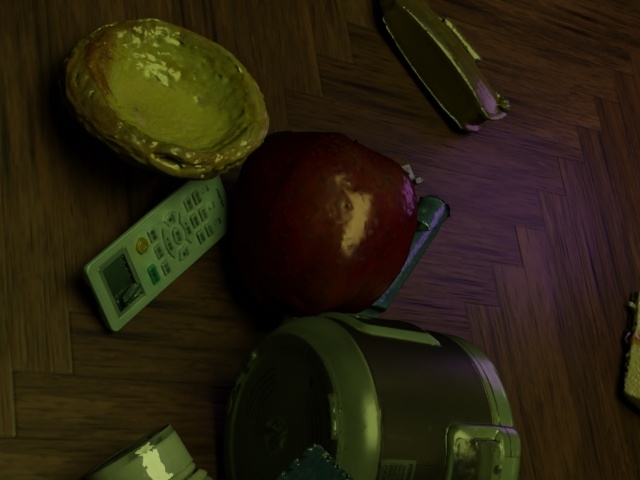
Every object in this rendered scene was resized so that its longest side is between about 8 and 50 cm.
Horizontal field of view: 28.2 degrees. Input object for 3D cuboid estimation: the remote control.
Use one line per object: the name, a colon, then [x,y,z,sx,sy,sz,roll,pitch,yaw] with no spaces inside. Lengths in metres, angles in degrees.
remote control: [-0.218,0.001,1.737,0.293,0.051,0.103,-47,127,-44]

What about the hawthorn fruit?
hawthorn fruit: [0.000,0.000,1.803,0.265,0.265,0.307,30,60,-27]

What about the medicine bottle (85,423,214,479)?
medicine bottle: [-0.168,0.362,1.539,0.143,0.143,0.258,-30,89,-46]

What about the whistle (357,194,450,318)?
whistle: [0.122,0.035,2.018,0.062,0.062,0.304,49,46,-11]

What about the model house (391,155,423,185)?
model house: [0.122,-0.109,2.096,0.083,0.057,0.058,-18,86,-43]

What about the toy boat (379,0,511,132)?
toy boat: [0.217,-0.336,2.274,0.321,0.089,0.121,51,39,-7]

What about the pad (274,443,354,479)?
pad: [-0.031,0.393,1.469,0.269,0.012,0.269,-45,125,-4]

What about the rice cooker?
rice cooker: [0.075,0.261,1.668,0.325,0.335,0.335,10,63,-34]

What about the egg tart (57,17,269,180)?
egg tart: [-0.221,-0.179,1.754,0.294,0.123,0.294,14,48,-15]

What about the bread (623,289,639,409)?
bread: [0.657,0.225,2.366,0.178,0.142,0.266,49,45,-33]
